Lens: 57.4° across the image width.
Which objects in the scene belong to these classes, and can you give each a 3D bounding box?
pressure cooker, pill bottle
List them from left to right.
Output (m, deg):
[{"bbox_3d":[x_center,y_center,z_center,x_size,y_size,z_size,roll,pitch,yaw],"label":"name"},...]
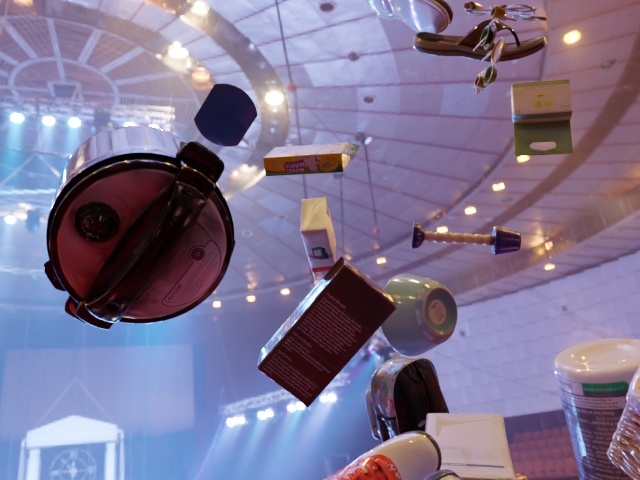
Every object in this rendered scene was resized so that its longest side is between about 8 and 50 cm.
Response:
[{"bbox_3d":[-0.378,-0.029,1.227,0.376,0.420,0.369,-10,-66,-16],"label":"pressure cooker"},{"bbox_3d":[0.610,0.397,1.174,0.204,0.360,0.204,-14,3,1],"label":"pill bottle"}]

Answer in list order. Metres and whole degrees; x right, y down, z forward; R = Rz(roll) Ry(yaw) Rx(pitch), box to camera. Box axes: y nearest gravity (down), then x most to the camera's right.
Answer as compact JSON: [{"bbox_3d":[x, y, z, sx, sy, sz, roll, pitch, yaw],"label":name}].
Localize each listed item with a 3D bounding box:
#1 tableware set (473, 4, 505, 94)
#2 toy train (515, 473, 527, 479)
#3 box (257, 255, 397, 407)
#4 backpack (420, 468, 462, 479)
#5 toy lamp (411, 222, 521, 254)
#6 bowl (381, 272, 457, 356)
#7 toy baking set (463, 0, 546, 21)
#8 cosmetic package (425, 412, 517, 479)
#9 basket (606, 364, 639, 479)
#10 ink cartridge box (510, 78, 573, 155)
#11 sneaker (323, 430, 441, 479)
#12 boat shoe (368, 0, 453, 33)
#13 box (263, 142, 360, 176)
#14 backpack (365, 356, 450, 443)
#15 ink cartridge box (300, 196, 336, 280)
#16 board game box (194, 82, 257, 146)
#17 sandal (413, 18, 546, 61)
[{"bbox_3d":[0.307,-0.349,1.066,0.024,0.154,0.104,13,-3,-7],"label":"tableware set"},{"bbox_3d":[0.505,0.659,1.427,0.046,0.166,0.125,-11,-58,-10],"label":"toy train"},{"bbox_3d":[0.013,0.250,1.633,0.381,0.191,0.143,-49,8,8],"label":"box"},{"bbox_3d":[0.130,0.385,0.625,0.213,0.276,0.263,16,-53,35],"label":"backpack"},{"bbox_3d":[0.380,-0.006,1.528,0.275,0.080,0.080,5,-23,8],"label":"toy lamp"},{"bbox_3d":[0.382,0.265,2.130,0.312,0.311,0.163,13,-17,-35],"label":"bowl"},{"bbox_3d":[0.469,-0.592,1.500,0.197,0.030,0.256,17,20,31],"label":"toy baking set"},{"bbox_3d":[0.235,0.424,0.927,0.138,0.223,0.225,-3,6,14],"label":"cosmetic package"},{"bbox_3d":[0.579,0.211,0.708,0.328,0.331,0.266,-43,-34,-20],"label":"basket"},{"bbox_3d":[0.667,-0.371,1.760,0.171,0.235,0.056,-1,-25,14],"label":"ink cartridge box"},{"bbox_3d":[0.036,0.342,0.759,0.270,0.090,0.145,-32,-23,4],"label":"sneaker"},{"bbox_3d":[0.241,-0.613,1.489,0.099,0.319,0.116,-36,-50,-10],"label":"boat shoe"},{"bbox_3d":[-0.013,-0.163,1.160,0.179,0.043,0.105,-3,20,12],"label":"box"},{"bbox_3d":[0.246,0.463,1.685,0.225,0.253,0.191,-19,10,-39],"label":"backpack"},{"bbox_3d":[0.000,0.000,1.729,0.078,0.134,0.231,-6,-42,8],"label":"ink cartridge box"},{"bbox_3d":[-0.245,-0.331,1.534,0.133,0.033,0.168,32,-64,-14],"label":"board game box"},{"bbox_3d":[0.367,-0.471,1.353,0.303,0.120,0.086,10,-60,14],"label":"sandal"}]
